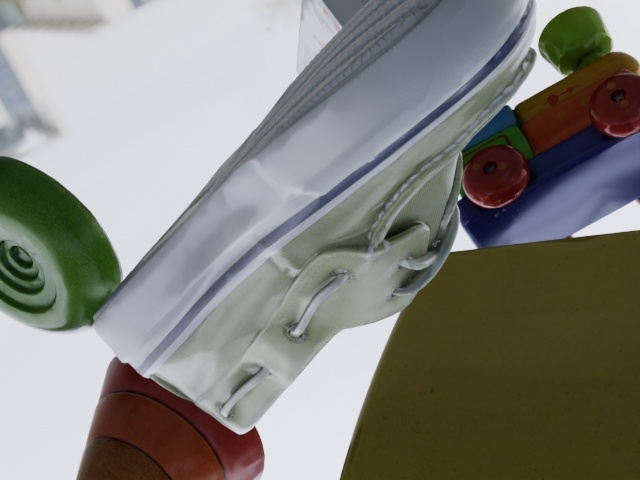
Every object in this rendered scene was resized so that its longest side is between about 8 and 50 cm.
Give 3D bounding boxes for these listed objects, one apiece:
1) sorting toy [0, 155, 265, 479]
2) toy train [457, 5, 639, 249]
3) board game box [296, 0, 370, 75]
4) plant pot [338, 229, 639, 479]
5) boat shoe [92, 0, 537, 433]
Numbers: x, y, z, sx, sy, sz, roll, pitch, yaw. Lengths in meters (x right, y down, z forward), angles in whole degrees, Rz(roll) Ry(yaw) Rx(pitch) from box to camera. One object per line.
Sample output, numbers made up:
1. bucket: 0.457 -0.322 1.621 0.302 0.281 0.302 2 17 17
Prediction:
1. sorting toy: -0.186 0.054 1.018 0.127 0.365 0.126 -18 -155 47
2. toy train: 0.187 -0.095 1.090 0.248 0.105 0.143 -30 -132 9
3. board game box: 0.075 -0.185 1.215 0.193 0.053 0.305 -36 176 -5
4. plant pot: 0.142 0.111 0.963 0.212 0.212 0.187 -6 -118 23
5. boat shoe: 0.008 -0.013 0.713 0.302 0.094 0.109 -42 -169 51
